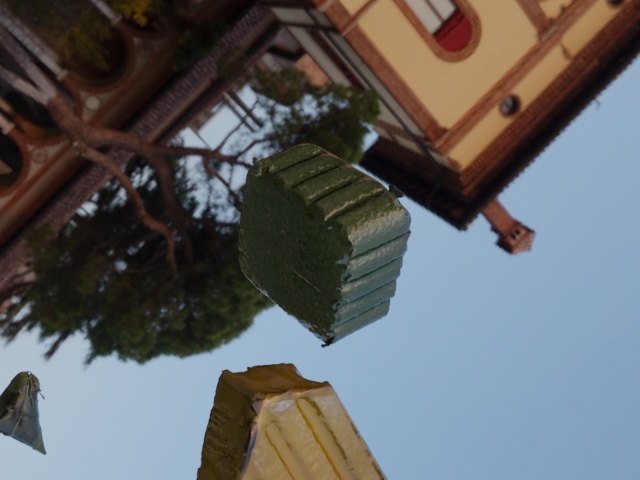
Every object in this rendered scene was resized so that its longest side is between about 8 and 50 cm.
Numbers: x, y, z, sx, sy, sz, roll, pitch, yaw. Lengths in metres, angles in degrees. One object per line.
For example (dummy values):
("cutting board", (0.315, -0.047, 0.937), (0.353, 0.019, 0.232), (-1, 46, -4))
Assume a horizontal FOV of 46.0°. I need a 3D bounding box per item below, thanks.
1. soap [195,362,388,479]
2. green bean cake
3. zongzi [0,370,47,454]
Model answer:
("soap", (-0.030, 0.239, 0.765), (0.160, 0.258, 0.080), (-42, -148, -25))
("green bean cake", (0.000, 0.000, 1.172), (0.156, 0.247, 0.250), (-25, -132, -36))
("zongzi", (-0.467, 0.278, 1.227), (0.109, 0.119, 0.055), (-55, -155, -5))
